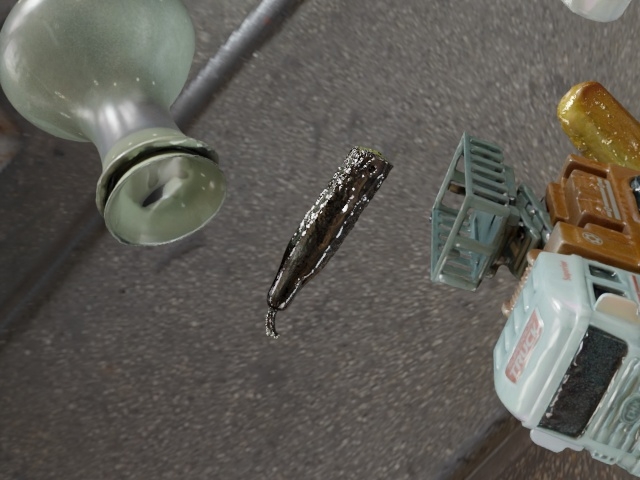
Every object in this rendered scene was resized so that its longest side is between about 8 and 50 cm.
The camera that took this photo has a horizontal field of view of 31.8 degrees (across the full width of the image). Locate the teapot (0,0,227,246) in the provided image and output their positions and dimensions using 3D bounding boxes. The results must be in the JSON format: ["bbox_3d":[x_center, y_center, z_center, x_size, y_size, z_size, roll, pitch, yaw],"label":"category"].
[{"bbox_3d":[-0.174,-0.120,0.988,0.183,0.183,0.251,-37,54,10],"label":"teapot"}]

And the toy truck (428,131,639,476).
[{"bbox_3d":[0.112,0.021,0.517,0.115,0.177,0.080,18,117,-4],"label":"toy truck"}]

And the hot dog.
[{"bbox_3d":[0.295,-0.053,1.028,0.216,0.047,0.066,44,70,-2],"label":"hot dog"}]

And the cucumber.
[{"bbox_3d":[0.000,0.000,0.869,0.043,0.039,0.163,41,99,36],"label":"cucumber"}]

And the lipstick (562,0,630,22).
[{"bbox_3d":[0.242,-0.268,0.767,0.059,0.059,0.264,36,137,12],"label":"lipstick"}]
